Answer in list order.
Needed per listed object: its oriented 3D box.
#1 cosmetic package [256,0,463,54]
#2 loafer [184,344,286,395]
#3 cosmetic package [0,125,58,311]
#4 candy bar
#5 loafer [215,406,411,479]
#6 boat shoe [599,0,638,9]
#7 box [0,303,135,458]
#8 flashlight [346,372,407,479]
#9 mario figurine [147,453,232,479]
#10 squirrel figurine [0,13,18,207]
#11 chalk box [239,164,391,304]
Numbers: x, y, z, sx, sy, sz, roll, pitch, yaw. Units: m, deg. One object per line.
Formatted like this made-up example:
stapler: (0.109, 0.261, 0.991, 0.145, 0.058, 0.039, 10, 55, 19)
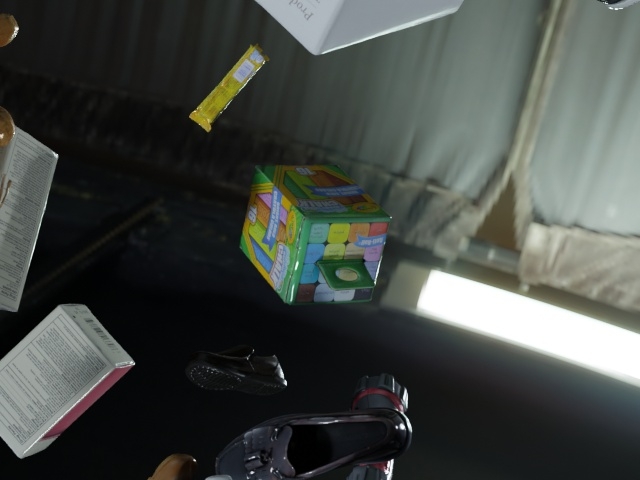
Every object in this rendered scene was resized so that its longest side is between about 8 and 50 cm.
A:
cosmetic package: (0.057, -0.497, 1.601, 0.329, 0.393, 0.327, 45, -139, 17)
loafer: (-0.159, 0.229, 2.422, 0.220, 0.080, 0.078, 19, -126, -43)
cosmetic package: (-0.592, -0.042, 2.400, 0.113, 0.309, 0.160, 7, 164, 23)
candy bar: (-0.144, -0.243, 2.113, 0.040, 0.161, 0.018, 42, -169, -1)
loafer: (-0.021, 0.300, 1.951, 0.303, 0.109, 0.095, -14, 166, 11)
boat shoe: (0.609, -0.515, 2.380, 0.091, 0.303, 0.114, 19, -131, -42)
box: (-0.462, 0.238, 2.286, 0.148, 0.232, 0.127, 48, -175, 7)
flashlight: (0.089, 0.349, 2.255, 0.103, 0.103, 0.304, 20, -151, -3)
mario figurine: (-0.071, 0.385, 1.622, 0.198, 0.170, 0.320, 11, -156, -50)
squirrel figurine: (-0.678, -0.150, 2.154, 0.397, 0.370, 0.281, -4, -166, 21)
chalk box: (0.000, 0.000, 2.392, 0.180, 0.179, 0.289, -2, -153, -29)
